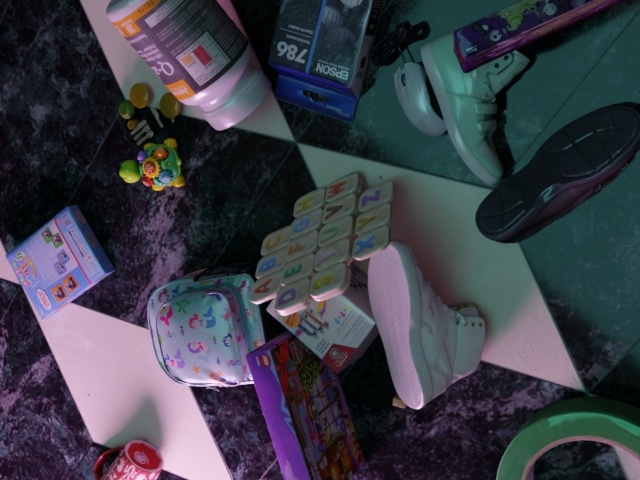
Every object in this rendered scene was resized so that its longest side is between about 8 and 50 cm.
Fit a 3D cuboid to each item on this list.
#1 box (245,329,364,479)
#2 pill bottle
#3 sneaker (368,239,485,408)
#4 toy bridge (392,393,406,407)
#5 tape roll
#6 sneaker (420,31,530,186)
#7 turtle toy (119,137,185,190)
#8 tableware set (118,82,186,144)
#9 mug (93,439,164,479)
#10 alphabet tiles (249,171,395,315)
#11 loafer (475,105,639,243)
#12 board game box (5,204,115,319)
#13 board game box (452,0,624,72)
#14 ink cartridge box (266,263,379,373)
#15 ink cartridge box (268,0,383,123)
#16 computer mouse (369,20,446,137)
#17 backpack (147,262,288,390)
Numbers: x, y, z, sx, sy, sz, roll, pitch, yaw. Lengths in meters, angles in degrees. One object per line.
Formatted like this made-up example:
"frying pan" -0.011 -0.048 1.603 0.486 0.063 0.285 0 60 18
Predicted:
"box" -0.022 0.306 1.693 0.057 0.201 0.293 -15 95 27
"pill bottle" -0.218 -0.333 1.616 0.162 0.162 0.278 -26 118 27
"sneaker" 0.183 0.115 1.578 0.108 0.169 0.293 15 122 53
"toy bridge" 0.152 0.196 1.665 0.026 0.063 0.188 7 106 23
"tape roll" 0.457 0.422 1.567 0.321 0.077 0.321 5 103 23
"sneaker" 0.272 -0.222 1.502 0.151 0.094 0.256 -22 93 24
"turtle toy" -0.322 -0.140 1.809 0.130 0.066 0.095 -9 97 26
"tableware set" -0.320 -0.261 1.808 0.154 0.024 0.104 -35 83 28
"mug" -0.419 0.496 1.971 0.150 0.113 0.169 38 111 11
"alphabet tiles" 0.000 0.000 1.591 0.278 0.284 0.021 -24 126 28
"loafer" 0.384 -0.098 1.494 0.302 0.095 0.109 -38 54 22
"board game box" -0.544 0.047 1.968 0.211 0.039 0.160 -32 87 26
"board game box" 0.353 -0.333 1.324 0.346 0.208 0.056 -24 95 10
"ink cartridge box" 0.022 0.117 1.672 0.176 0.127 0.128 40 115 13
"ink cartridge box" 0.013 -0.376 1.605 0.165 0.065 0.333 19 110 19
"computer mouse" 0.149 -0.256 1.565 0.106 0.042 0.193 -28 90 50
"backpack" -0.202 0.164 1.762 0.253 0.191 0.225 -4 100 31
